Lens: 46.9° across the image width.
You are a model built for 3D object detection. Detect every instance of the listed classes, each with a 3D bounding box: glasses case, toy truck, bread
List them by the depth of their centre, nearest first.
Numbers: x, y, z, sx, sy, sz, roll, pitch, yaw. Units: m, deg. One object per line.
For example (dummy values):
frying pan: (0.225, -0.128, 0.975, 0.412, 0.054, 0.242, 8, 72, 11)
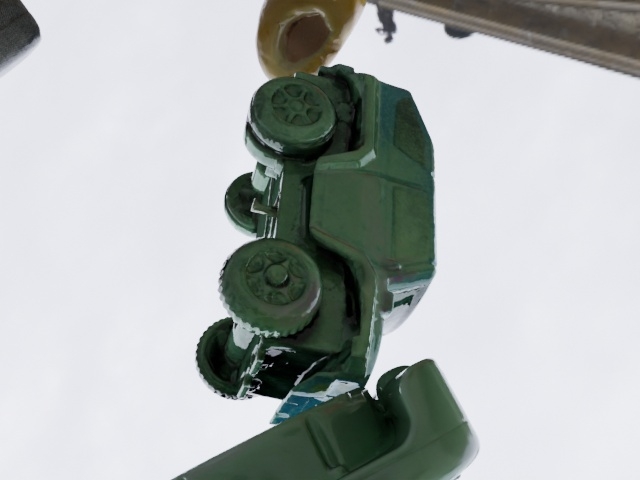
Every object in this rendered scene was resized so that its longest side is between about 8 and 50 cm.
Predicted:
toy truck: (0.000, 0.000, 0.572, 0.156, 0.155, 0.278, 11, -124, -11)
bread: (-0.010, -0.237, 0.747, 0.134, 0.085, 0.173, -48, -163, 34)
glasses case: (-0.414, -0.169, 0.779, 0.323, 0.074, 0.131, -6, -146, 46)

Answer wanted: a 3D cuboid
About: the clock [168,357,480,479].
clock: (-0.023, 0.138, 0.403, 0.211, 0.159, 0.066, -24, -104, -12)
